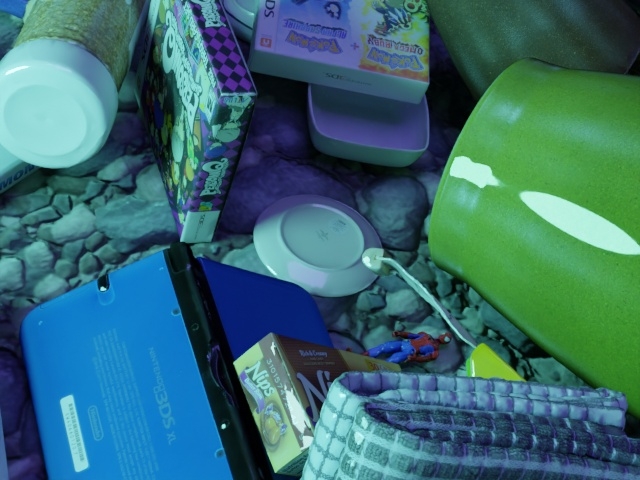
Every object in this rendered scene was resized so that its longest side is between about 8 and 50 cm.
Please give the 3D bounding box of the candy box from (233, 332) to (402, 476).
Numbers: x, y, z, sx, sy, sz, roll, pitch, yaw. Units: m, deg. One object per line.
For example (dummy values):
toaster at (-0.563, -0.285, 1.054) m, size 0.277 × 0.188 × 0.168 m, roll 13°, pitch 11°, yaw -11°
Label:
candy box at (0.018, 0.150, 1.019) m, size 0.186 × 0.053 × 0.109 m, roll 22°, pitch 36°, yaw -49°

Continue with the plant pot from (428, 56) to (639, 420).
plant pot at (0.310, -0.011, 1.156) m, size 0.353 × 0.366 × 0.366 m, roll 27°, pitch 46°, yaw 21°

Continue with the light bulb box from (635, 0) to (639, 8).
light bulb box at (0.508, -0.360, 1.444) m, size 0.361 × 0.225 × 0.358 m, roll 36°, pitch 17°, yaw 36°

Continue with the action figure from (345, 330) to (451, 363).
action figure at (0.081, 0.108, 1.163) m, size 0.115 × 0.030 × 0.038 m, roll -11°, pitch 50°, yaw -29°

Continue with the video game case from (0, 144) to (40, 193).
video game case at (-0.461, -0.131, 1.185) m, size 0.329 × 0.036 × 0.300 m, roll 36°, pitch 48°, yaw 14°

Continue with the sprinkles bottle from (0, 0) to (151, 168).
sprinkles bottle at (-0.250, -0.221, 1.245) m, size 0.121 × 0.121 × 0.355 m, roll 13°, pitch 37°, yaw -7°

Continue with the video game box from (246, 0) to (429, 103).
video game box at (0.025, -0.260, 1.365) m, size 0.205 × 0.048 × 0.187 m, roll 9°, pitch 61°, yaw -10°

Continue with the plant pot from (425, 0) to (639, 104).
plant pot at (0.216, -0.269, 1.352) m, size 0.230 × 0.215 × 0.215 m, roll 44°, pitch 40°, yaw -25°

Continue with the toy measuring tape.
toy measuring tape at (0.128, 0.148, 1.087) m, size 0.121 × 0.121 × 0.330 m, roll -28°, pitch 60°, yaw -36°

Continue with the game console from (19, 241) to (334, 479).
game console at (-0.100, 0.167, 1.050) m, size 0.250 × 0.173 × 0.293 m, roll -24°, pitch 55°, yaw 2°

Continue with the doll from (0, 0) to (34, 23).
doll at (-0.407, -0.303, 1.350) m, size 0.189 × 0.046 × 0.129 m, roll 22°, pitch 45°, yaw 1°

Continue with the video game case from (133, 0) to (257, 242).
video game case at (-0.133, -0.151, 1.195) m, size 0.042 × 0.210 × 0.232 m, roll -5°, pitch 52°, yaw -23°

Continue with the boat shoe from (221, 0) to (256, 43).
boat shoe at (-0.011, -0.270, 1.434) m, size 0.226 × 0.076 × 0.083 m, roll 16°, pitch 46°, yaw -5°

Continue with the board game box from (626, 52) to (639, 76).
board game box at (0.421, -0.149, 1.479) m, size 0.318 × 0.066 × 0.318 m, roll 19°, pitch 46°, yaw -3°

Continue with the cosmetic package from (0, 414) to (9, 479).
cosmetic package at (-0.321, 0.122, 0.968) m, size 0.099 × 0.060 × 0.239 m, roll 23°, pitch 37°, yaw -42°

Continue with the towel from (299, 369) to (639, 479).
towel at (0.118, 0.233, 0.907) m, size 0.283 × 0.235 × 0.121 m, roll 8°, pitch 16°, yaw -22°

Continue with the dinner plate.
dinner plate at (0.000, 0.000, 1.240) m, size 0.141 × 0.017 × 0.141 m, roll 11°, pitch 47°, yaw -11°

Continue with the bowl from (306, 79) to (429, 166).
bowl at (0.049, -0.141, 1.356) m, size 0.142 × 0.053 × 0.142 m, roll 9°, pitch 48°, yaw -11°
